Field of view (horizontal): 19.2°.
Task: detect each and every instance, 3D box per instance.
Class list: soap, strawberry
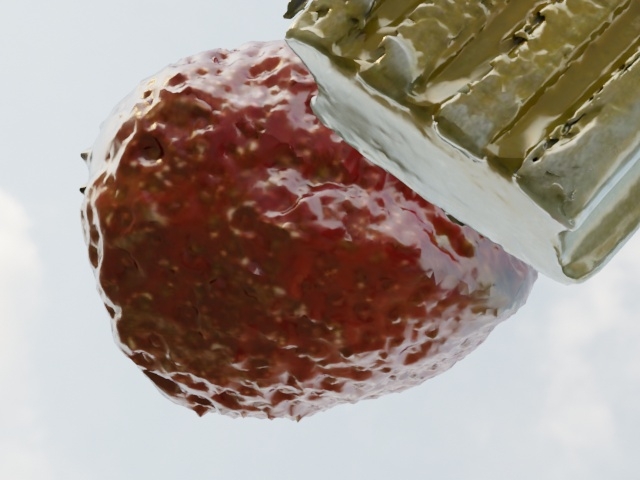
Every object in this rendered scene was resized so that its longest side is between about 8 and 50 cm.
[{"bbox_3d":[0.136,-0.129,0.855,0.173,0.274,0.089,36,-16,28],"label":"soap"},{"bbox_3d":[0.000,0.000,1.145,0.277,0.257,0.257,11,-66,42],"label":"strawberry"}]
